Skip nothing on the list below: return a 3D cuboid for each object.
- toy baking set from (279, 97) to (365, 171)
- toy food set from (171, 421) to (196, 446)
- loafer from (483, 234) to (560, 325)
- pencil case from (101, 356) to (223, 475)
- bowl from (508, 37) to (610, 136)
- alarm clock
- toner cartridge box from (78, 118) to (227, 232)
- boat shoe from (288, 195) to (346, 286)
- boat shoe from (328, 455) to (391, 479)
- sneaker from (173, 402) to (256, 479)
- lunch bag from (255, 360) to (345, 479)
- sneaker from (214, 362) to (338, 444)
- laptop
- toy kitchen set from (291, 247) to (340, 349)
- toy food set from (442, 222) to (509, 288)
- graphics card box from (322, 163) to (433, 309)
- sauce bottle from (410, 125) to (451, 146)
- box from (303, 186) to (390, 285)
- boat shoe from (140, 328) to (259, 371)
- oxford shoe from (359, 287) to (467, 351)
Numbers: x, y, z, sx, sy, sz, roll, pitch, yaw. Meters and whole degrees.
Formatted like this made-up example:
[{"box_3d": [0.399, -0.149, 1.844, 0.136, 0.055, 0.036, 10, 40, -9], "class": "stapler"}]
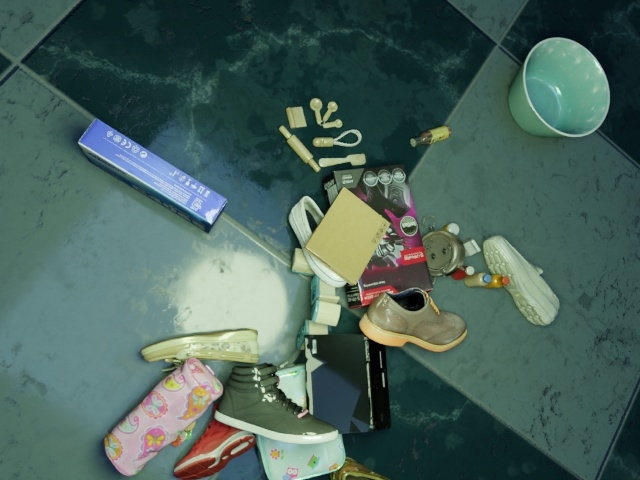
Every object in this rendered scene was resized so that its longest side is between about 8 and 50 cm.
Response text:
[{"box_3d": [0.011, -0.293, 1.462, 0.196, 0.030, 0.256, -39, 93, -17], "class": "toy baking set"}, {"box_3d": [-0.352, 0.457, 1.259, 0.083, 0.020, 0.083, 24, 77, -11], "class": "toy food set"}, {"box_3d": [0.600, 0.107, 1.535, 0.111, 0.112, 0.320, -41, 102, -22], "class": "loafer"}, {"box_3d": [-0.359, 0.399, 1.177, 0.284, 0.124, 0.124, -44, 95, 3], "class": "pencil case"}, {"box_3d": [0.717, -0.450, 1.613, 0.311, 0.163, 0.312, 2, 82, -15], "class": "bowl"}, {"box_3d": [0.331, 0.018, 1.458, 0.064, 0.129, 0.192, 12, 57, -53], "class": "alarm clock"}, {"box_3d": [-0.400, -0.147, 1.258, 0.347, 0.165, 0.075, 32, 75, -8], "class": "toner cartridge box"}, {"box_3d": [0.000, 0.000, 1.344, 0.095, 0.084, 0.258, -19, 67, -39], "class": "boat shoe"}, {"box_3d": [0.160, 0.669, 1.327, 0.307, 0.104, 0.111, 30, 75, -10], "class": "boat shoe"}, {"box_3d": [-0.263, 0.485, 1.262, 0.221, 0.128, 0.087, -28, 134, 4], "class": "sneaker"}, {"box_3d": [-0.068, 0.448, 1.294, 0.223, 0.108, 0.280, -10, 84, -13], "class": "lunch bag"}, {"box_3d": [-0.095, 0.360, 1.164, 0.295, 0.104, 0.147, 8, 84, 19], "class": "sneaker"}, {"box_3d": [0.076, 0.363, 1.312, 0.136, 0.264, 0.235, -8, 72, 21], "class": "laptop"}, {"box_3d": [-0.034, 0.159, 1.371, 0.122, 0.166, 0.207, 14, 42, -14], "class": "toy kitchen set"}, {"box_3d": [0.433, 0.055, 1.491, 0.111, 0.104, 0.232, -34, 92, -17], "class": "toy food set"}, {"box_3d": [0.157, -0.016, 1.420, 0.232, 0.094, 0.372, -9, 83, -23], "class": "graphics card box"}, {"box_3d": [0.330, -0.311, 1.550, 0.128, 0.042, 0.042, -21, 88, -15], "class": "sauce bottle"}, {"box_3d": [0.071, -0.013, 1.319, 0.164, 0.021, 0.201, 37, 68, -12], "class": "box"}, {"box_3d": [-0.289, 0.274, 1.259, 0.284, 0.104, 0.090, -5, 81, -17], "class": "boat shoe"}, {"box_3d": [0.277, 0.203, 1.363, 0.363, 0.130, 0.133, 8, 116, -37], "class": "oxford shoe"}]
